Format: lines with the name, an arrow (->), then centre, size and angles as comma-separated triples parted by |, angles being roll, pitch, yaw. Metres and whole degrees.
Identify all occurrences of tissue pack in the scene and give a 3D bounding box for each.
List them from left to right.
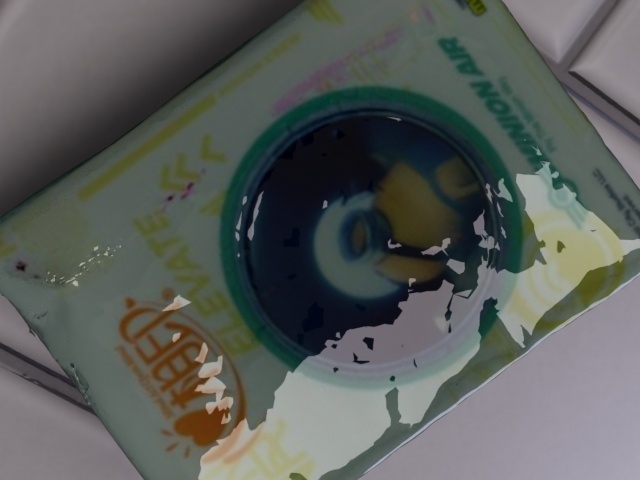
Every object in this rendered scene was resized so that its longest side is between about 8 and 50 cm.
tissue pack -> 0.000, 0.000, 1.332 | 0.388, 0.162, 0.287 | -37, 92, -3
